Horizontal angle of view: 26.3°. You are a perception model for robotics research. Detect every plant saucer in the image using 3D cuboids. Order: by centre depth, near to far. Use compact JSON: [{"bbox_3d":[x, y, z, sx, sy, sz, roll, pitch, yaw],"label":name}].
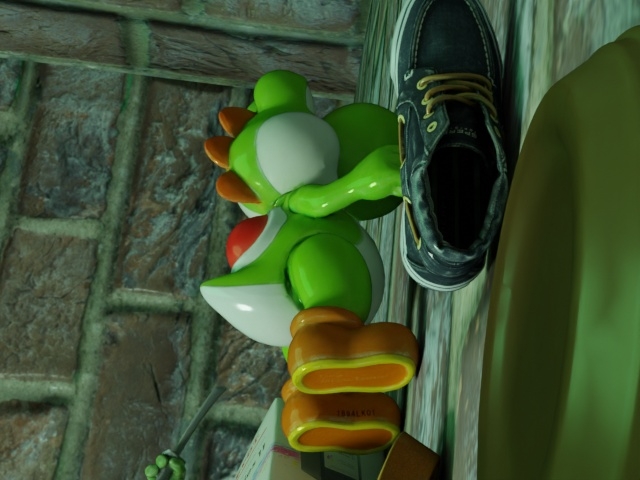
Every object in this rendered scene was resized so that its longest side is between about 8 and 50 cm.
[{"bbox_3d":[0.080,0.031,0.427,0.200,0.037,0.200,-173,90,-88],"label":"plant saucer"}]

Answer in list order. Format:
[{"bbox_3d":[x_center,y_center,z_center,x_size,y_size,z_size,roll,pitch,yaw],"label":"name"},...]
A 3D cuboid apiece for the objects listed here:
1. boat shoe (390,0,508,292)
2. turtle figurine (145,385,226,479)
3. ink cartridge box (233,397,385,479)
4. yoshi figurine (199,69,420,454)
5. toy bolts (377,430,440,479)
[{"bbox_3d":[0.075,-0.068,0.745,0.083,0.065,0.183,108,162,-76],"label":"boat shoe"},{"bbox_3d":[-0.124,0.246,1.428,0.266,0.198,0.274,8,-77,-56],"label":"turtle figurine"},{"bbox_3d":[-0.033,0.280,1.199,0.353,0.119,0.207,-87,22,-75],"label":"ink cartridge box"},{"bbox_3d":[0.028,-0.006,1.196,0.203,0.203,0.362,37,-148,-45],"label":"yoshi figurine"},{"bbox_3d":[-0.031,0.216,0.874,0.228,0.158,0.218,75,-144,-69],"label":"toy bolts"}]
